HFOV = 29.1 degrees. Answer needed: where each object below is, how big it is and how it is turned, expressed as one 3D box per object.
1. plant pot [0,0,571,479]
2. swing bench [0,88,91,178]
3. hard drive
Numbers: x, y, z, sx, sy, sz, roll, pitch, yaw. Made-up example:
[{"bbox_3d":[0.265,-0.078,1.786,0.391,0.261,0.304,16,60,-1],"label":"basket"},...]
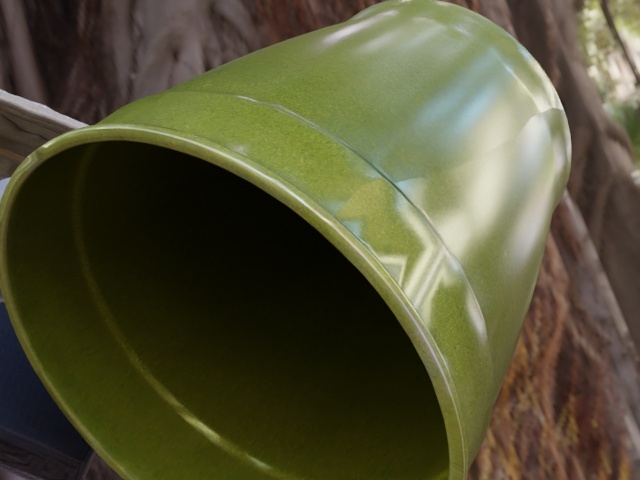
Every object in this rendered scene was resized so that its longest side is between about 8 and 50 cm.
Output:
[{"bbox_3d":[0.016,-0.007,0.924,0.366,0.366,0.353,-33,11,47],"label":"plant pot"},{"bbox_3d":[-0.306,-0.012,1.242,0.253,0.255,0.165,23,-7,-27],"label":"swing bench"},{"bbox_3d":[-0.235,0.072,1.051,0.172,0.255,0.054,30,-41,-24],"label":"hard drive"}]
